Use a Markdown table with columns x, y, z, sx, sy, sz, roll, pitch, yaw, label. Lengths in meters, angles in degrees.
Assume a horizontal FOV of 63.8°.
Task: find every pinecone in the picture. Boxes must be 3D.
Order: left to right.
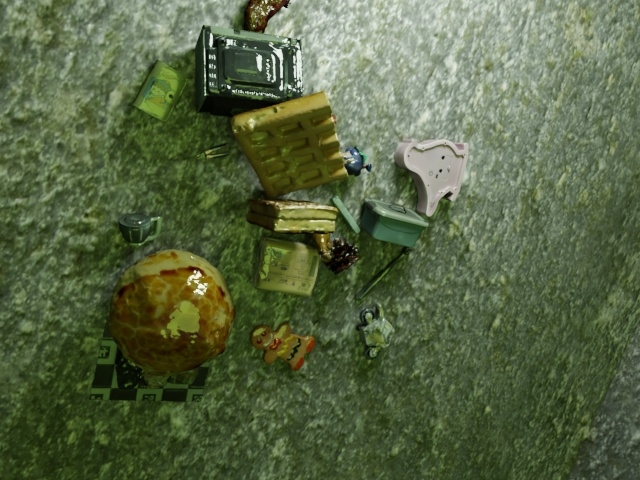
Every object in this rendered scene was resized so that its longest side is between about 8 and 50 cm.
| x | y | z | sx | sy | sz | roll | pitch | yaw | label |
| --- | --- | --- | --- | --- | --- | --- | --- | --- | --- |
| 0.072 | 0.052 | 1.842 | 0.140 | 0.140 | 0.120 | -42 | 87 | -8 | pinecone |

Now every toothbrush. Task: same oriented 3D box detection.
| x | y | z | sx | sy | sz | roll | pitch | yaw | label |
| --- | --- | --- | --- | --- | --- | --- | --- | --- | --- |
| 0.246 | 0.125 | 1.986 | 0.297 | 0.030 | 0.030 | -43 | 89 | -5 | toothbrush |

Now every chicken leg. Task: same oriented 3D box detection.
| x | y | z | sx | sy | sz | roll | pitch | yaw | label |
| --- | --- | --- | --- | --- | --- | --- | --- | --- | --- |
| -0.171 | -0.712 | 1.579 | 0.105 | 0.063 | 0.234 | 40 | 89 | -21 | chicken leg |
| 0.000 | -0.002 | 1.770 | 0.085 | 0.207 | 0.101 | 7 | 134 | -20 | chicken leg |

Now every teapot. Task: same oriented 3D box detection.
| x | y | z | sx | sy | sz | roll | pitch | yaw | label |
| --- | --- | --- | --- | --- | --- | --- | --- | --- | --- |
| -0.555 | -0.028 | 1.587 | 0.124 | 0.092 | 0.090 | 1 | 120 | -16 | teapot |

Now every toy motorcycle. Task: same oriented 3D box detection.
| x | y | z | sx | sy | sz | roll | pitch | yaw | label |
| --- | --- | --- | --- | --- | --- | --- | --- | --- | --- |
| 0.223 | 0.354 | 2.012 | 0.151 | 0.074 | 0.228 | -15 | 107 | -21 | toy motorcycle |

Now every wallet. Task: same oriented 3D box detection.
| x | y | z | sx | sy | sz | roll | pitch | yaw | label |
| --- | --- | --- | --- | --- | --- | --- | --- | --- | --- |
| -0.475 | -0.444 | 1.536 | 0.110 | 0.039 | 0.155 | 28 | 93 | -24 | wallet |

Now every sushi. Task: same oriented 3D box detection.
| x | y | z | sx | sy | sz | roll | pitch | yaw | label |
| --- | --- | --- | --- | --- | --- | --- | --- | --- | --- |
| -0.542 | 0.427 | 1.702 | 0.373 | 0.100 | 0.296 | 11 | 99 | -24 | sushi |

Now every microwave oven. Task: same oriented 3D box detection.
| x | y | z | sx | sy | sz | roll | pitch | yaw | label |
| --- | --- | --- | --- | --- | --- | --- | --- | --- | --- |
| -0.210 | -0.492 | 1.527 | 0.295 | 0.181 | 0.237 | 0 | 85 | -22 | microwave oven |

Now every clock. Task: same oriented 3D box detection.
| x | y | z | sx | sy | sz | roll | pitch | yaw | label |
| --- | --- | --- | --- | --- | --- | --- | --- | --- | --- |
| 0.401 | -0.239 | 1.926 | 0.276 | 0.080 | 0.290 | 4 | 101 | -23 | clock |

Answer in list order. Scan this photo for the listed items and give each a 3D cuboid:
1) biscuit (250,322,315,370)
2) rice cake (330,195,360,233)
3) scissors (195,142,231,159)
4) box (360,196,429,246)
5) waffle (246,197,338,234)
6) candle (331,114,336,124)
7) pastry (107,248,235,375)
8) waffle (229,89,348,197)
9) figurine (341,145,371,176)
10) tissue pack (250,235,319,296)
| x | y | z | sx | sy | sz | roll | pitch | yaw | label |
| --- | --- | --- | --- | --- | --- | --- | --- | --- | --- |
| -0.146 | 0.386 | 1.890 | 0.250 | 0.036 | 0.165 | 30 | 90 | -26 | biscuit |
| 0.091 | -0.092 | 1.862 | 0.029 | 0.033 | 0.170 | -42 | 114 | -11 | rice cake |
| -0.343 | -0.280 | 1.647 | 0.113 | 0.012 | 0.039 | -20 | 110 | -16 | scissors |
| 0.263 | -0.071 | 1.874 | 0.227 | 0.162 | 0.130 | 12 | 110 | -24 | box |
| -0.095 | -0.082 | 1.638 | 0.213 | 0.308 | 0.091 | 0 | 99 | -23 | waffle |
| -0.098 | -0.375 | 1.703 | 0.330 | 0.048 | 0.051 | -12 | 100 | -19 | candle |
| -0.445 | 0.222 | 1.555 | 0.389 | 0.313 | 0.388 | 1 | 86 | -18 | pastry |
| -0.086 | -0.278 | 1.590 | 0.304 | 0.077 | 0.348 | -16 | 143 | 6 | waffle |
| 0.072 | -0.271 | 1.780 | 0.195 | 0.111 | 0.102 | -6 | 95 | -14 | figurine |
| -0.117 | 0.092 | 1.795 | 0.222 | 0.090 | 0.186 | 10 | 97 | -25 | tissue pack |
